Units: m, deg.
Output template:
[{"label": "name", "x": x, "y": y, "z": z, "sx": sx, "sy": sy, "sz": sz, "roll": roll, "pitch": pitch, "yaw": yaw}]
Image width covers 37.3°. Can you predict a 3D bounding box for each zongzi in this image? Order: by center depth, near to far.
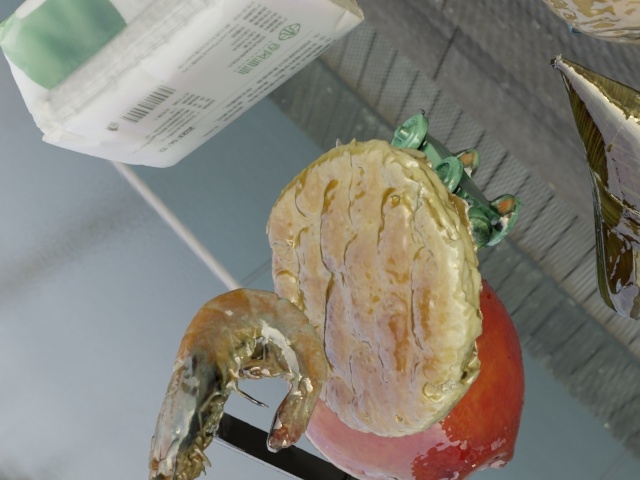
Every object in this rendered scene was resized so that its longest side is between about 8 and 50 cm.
[{"label": "zongzi", "x": 0.299, "y": -0.046, "z": 0.977, "sx": 0.242, "sy": 0.221, "sz": 0.112, "roll": 21, "pitch": -174, "yaw": -17}]

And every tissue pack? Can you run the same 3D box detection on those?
[{"label": "tissue pack", "x": -0.166, "y": -0.257, "z": 1.142, "sx": 0.356, "sy": 0.266, "sz": 0.194, "roll": -34, "pitch": 72, "yaw": 22}]

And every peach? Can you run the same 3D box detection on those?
[{"label": "peach", "x": 0.121, "y": 0.184, "z": 1.349, "sx": 0.290, "sy": 0.372, "sz": 0.373, "roll": -37, "pitch": 91, "yaw": 38}]

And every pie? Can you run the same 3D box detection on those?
[{"label": "pie", "x": 0.054, "y": 0.052, "z": 1.024, "sx": 0.339, "sy": 0.083, "sz": 0.340, "roll": 13, "pitch": 106, "yaw": 53}]

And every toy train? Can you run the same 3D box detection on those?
[{"label": "toy train", "x": 0.121, "y": -0.035, "z": 1.118, "sx": 0.116, "sy": 0.177, "sz": 0.285, "roll": 32, "pitch": -163, "yaw": -22}]

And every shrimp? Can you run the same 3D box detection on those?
[{"label": "shrimp", "x": -0.081, "y": 0.155, "z": 0.877, "sx": 0.143, "sy": 0.251, "sz": 0.052, "roll": 18, "pitch": 156, "yaw": 7}]

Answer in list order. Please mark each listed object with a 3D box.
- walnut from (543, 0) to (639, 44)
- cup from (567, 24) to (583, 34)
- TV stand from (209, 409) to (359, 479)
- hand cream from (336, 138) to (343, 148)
[{"label": "walnut", "x": 0.447, "y": -0.407, "z": 1.315, "sx": 0.312, "sy": 0.277, "sz": 0.252, "roll": -7, "pitch": 139, "yaw": 26}, {"label": "cup", "x": 0.510, "y": -0.500, "z": 1.776, "sx": 0.300, "sy": 0.167, "sz": 0.173, "roll": 46, "pitch": -159, "yaw": -80}, {"label": "TV stand", "x": -0.045, "y": 0.327, "z": 1.421, "sx": 0.256, "sy": 0.049, "sz": 0.040, "roll": 28, "pitch": 159, "yaw": -10}, {"label": "hand cream", "x": 0.097, "y": -0.025, "z": 1.634, "sx": 0.089, "sy": 0.140, "sz": 0.314, "roll": -17, "pitch": 129, "yaw": 18}]
